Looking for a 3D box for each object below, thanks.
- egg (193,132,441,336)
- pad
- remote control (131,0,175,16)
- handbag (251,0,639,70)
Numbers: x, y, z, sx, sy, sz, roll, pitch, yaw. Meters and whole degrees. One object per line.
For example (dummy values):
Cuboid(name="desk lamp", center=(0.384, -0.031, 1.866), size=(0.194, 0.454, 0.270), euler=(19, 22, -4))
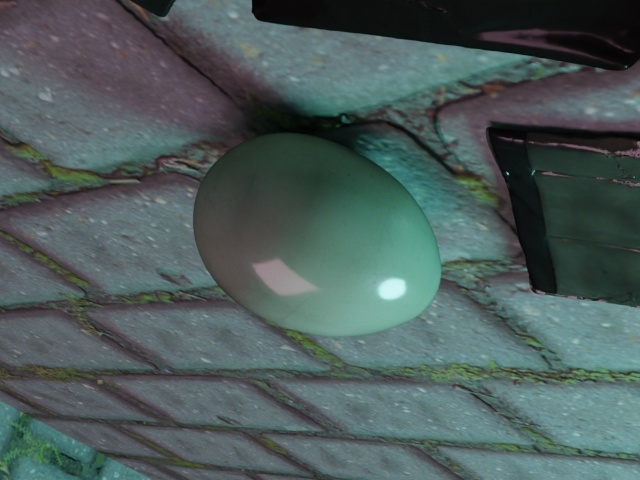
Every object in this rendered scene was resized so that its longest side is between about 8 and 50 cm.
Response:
Cuboid(name="egg", center=(0.000, 0.000, 0.810), size=(0.209, 0.151, 0.151), euler=(27, 155, -16))
Cuboid(name="pad", center=(0.227, -0.009, 0.777), size=(0.174, 0.022, 0.233), euler=(8, 151, 27))
Cuboid(name="remote control", center=(-0.202, -0.221, 0.667), size=(0.245, 0.025, 0.063), euler=(27, 159, -12))
Cuboid(name="handbag", center=(0.053, -0.180, 0.485), size=(0.246, 0.080, 0.223), euler=(12, 154, 18))
